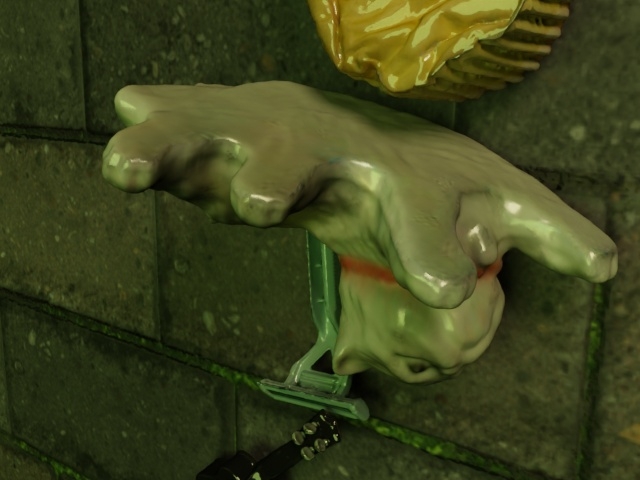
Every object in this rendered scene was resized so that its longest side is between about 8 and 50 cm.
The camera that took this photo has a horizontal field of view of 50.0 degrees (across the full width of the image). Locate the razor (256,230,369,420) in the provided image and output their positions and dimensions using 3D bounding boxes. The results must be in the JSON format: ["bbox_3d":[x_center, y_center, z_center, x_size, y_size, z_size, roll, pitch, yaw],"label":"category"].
[{"bbox_3d":[0.002,0.021,0.642,0.111,0.056,0.278,4,95,35],"label":"razor"}]

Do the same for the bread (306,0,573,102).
[{"bbox_3d":[0.072,-0.221,0.477,0.179,0.133,0.250,-26,85,37],"label":"bread"}]

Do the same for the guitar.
[{"bbox_3d":[-0.058,0.237,0.700,0.084,0.038,0.271,52,137,10],"label":"guitar"}]

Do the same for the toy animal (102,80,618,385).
[{"bbox_3d":[0.000,0.000,0.517,0.266,0.307,0.188,61,148,32],"label":"toy animal"}]
